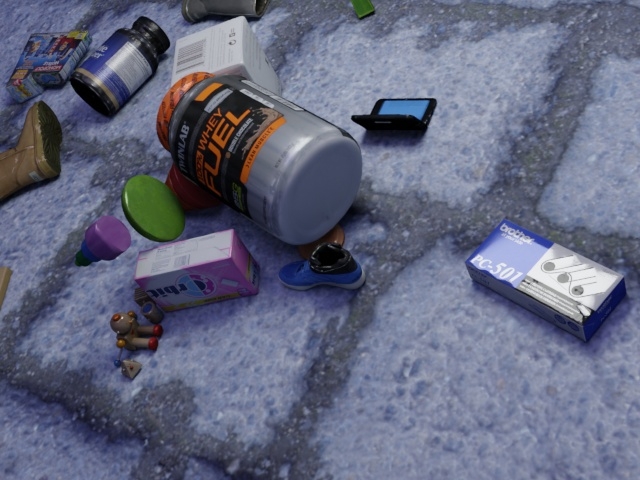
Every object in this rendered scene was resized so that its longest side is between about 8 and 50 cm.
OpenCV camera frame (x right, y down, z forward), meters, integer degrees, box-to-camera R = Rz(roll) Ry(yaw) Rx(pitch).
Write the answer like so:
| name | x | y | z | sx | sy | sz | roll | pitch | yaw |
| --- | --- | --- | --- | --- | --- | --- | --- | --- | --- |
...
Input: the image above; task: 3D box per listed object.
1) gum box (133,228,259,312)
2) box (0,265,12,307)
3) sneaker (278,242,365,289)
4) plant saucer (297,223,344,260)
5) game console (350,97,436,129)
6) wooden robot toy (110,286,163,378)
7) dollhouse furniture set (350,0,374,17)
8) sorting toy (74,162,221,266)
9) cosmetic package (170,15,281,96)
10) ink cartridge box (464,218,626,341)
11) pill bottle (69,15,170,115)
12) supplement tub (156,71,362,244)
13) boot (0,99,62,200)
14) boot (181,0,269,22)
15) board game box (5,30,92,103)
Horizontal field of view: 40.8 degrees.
| name | x | y | z | sx | sy | sz | roll | pitch | yaw |
| --- | --- | --- | --- | --- | --- | --- | --- | --- | --- |
| gum box | -0.210 | 0.055 | 1.442 | 0.188 | 0.107 | 0.062 | -13 | 49 | 17 |
| box | -0.692 | 0.148 | 1.663 | 0.164 | 0.021 | 0.201 | -12 | 48 | 17 |
| sneaker | -0.010 | 0.038 | 1.373 | 0.152 | 0.084 | 0.058 | 3 | 55 | 29 |
| plant saucer | 0.000 | 0.000 | 1.449 | 0.084 | 0.013 | 0.083 | -13 | 49 | 16 |
| game console | 0.132 | -0.236 | 1.542 | 0.122 | 0.107 | 0.071 | 4 | 84 | 29 |
| wooden robot toy | -0.315 | 0.140 | 1.444 | 0.076 | 0.079 | 0.173 | -5 | 52 | 23 |
| dollhouse furniture set | 0.092 | -0.532 | 1.835 | 0.076 | 0.058 | 0.151 | -23 | 27 | 17 |
| sorting toy | -0.311 | -0.040 | 1.510 | 0.126 | 0.127 | 0.365 | -33 | 7 | 32 |
| cosmetic package | -0.177 | -0.299 | 1.664 | 0.151 | 0.183 | 0.151 | -16 | 48 | 15 |
| ink cartridge box | 0.318 | 0.053 | 1.227 | 0.097 | 0.046 | 0.207 | -46 | 48 | -15 |
| pill bottle | -0.440 | -0.392 | 1.913 | 0.123 | 0.123 | 0.219 | 24 | 66 | 38 |
| supplement tub | -0.112 | -0.152 | 1.454 | 0.338 | 0.207 | 0.207 | 32 | 71 | 33 |
| boot | -0.710 | -0.177 | 1.894 | 0.270 | 0.089 | 0.236 | -23 | 46 | 9 |
| boot | -0.209 | -0.586 | 1.992 | 0.209 | 0.076 | 0.189 | -3 | 66 | 32 |
| board game box | -0.667 | -0.420 | 2.091 | 0.194 | 0.060 | 0.194 | 5 | 57 | 29 |
